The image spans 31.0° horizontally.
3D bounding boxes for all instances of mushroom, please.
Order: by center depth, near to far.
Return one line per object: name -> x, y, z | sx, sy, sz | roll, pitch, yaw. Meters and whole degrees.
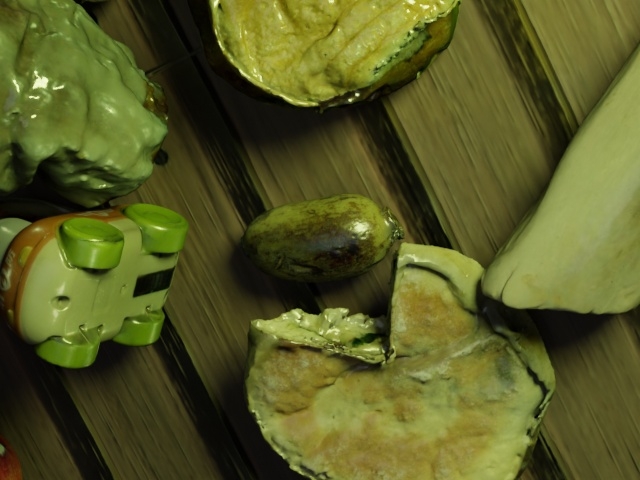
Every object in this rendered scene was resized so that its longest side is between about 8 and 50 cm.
mushroom -> 0.317, -0.084, 1.090 | 0.154, 0.137, 0.407 | 30, 109, 0

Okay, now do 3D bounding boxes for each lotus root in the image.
lotus root -> 0.000, 0.000, 1.218 | 0.179, 0.080, 0.089 | -9, 100, 15

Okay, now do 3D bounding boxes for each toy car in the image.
toy car -> -0.280, 0.018, 1.232 | 0.235, 0.235, 0.145 | 19, 106, 8

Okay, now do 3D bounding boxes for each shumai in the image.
shumai -> -0.271, -0.165, 1.156 | 0.263, 0.309, 0.304 | 8, 128, -22

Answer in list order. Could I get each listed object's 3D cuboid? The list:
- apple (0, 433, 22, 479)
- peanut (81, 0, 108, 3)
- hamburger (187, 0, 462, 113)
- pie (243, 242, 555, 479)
apple -> -0.456, 0.279, 1.358 | 0.199, 0.199, 0.199 | 3, 104, 13
peanut -> -0.273, -0.344, 1.197 | 0.098, 0.090, 0.214 | -20, 98, 46
hamburger -> 0.004, -0.261, 1.128 | 0.284, 0.134, 0.266 | -14, 98, 10
pie -> 0.083, 0.161, 1.230 | 0.337, 0.075, 0.338 | 2, 115, 5
